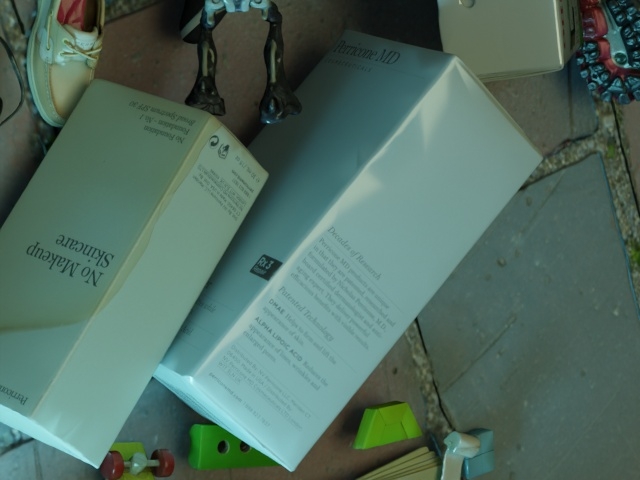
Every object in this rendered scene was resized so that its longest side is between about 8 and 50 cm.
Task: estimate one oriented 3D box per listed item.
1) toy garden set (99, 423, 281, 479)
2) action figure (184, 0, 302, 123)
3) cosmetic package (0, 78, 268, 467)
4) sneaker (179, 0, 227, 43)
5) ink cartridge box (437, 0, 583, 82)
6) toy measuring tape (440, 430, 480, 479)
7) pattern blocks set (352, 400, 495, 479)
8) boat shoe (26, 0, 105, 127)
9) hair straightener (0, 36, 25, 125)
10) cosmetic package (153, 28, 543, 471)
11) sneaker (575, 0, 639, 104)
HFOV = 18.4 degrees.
[{"bbox_3d":[-0.130,0.297,1.908,0.204,0.049,0.244,2,93,-38],"label":"toy garden set"},{"bbox_3d":[-0.081,-0.248,1.764,0.164,0.141,0.275,-3,106,-10],"label":"action figure"},{"bbox_3d":[-0.199,0.025,1.748,0.309,0.160,0.113,-61,141,-15],"label":"cosmetic package"},{"bbox_3d":[-0.106,-0.301,1.878,0.097,0.084,0.234,22,78,-11],"label":"sneaker"},{"bbox_3d":[0.187,-0.273,1.961,0.278,0.117,0.201,-44,127,-74],"label":"ink cartridge box"},{"bbox_3d":[0.149,0.366,2.030,0.121,0.121,0.330,16,83,-36],"label":"toy measuring tape"},{"bbox_3d":[0.069,0.308,2.043,0.325,0.026,0.285,1,94,-44],"label":"pattern blocks set"},{"bbox_3d":[-0.226,-0.187,1.794,0.063,0.059,0.170,-2,94,-36],"label":"boat shoe"},{"bbox_3d":[-0.326,-0.079,1.746,0.089,0.047,0.230,34,69,-33],"label":"hair straightener"},{"bbox_3d":[0.000,0.000,1.841,0.156,0.217,0.385,43,78,-30],"label":"cosmetic package"},{"bbox_3d":[0.300,-0.300,2.150,0.112,0.121,0.299,-43,120,-59],"label":"sneaker"}]
